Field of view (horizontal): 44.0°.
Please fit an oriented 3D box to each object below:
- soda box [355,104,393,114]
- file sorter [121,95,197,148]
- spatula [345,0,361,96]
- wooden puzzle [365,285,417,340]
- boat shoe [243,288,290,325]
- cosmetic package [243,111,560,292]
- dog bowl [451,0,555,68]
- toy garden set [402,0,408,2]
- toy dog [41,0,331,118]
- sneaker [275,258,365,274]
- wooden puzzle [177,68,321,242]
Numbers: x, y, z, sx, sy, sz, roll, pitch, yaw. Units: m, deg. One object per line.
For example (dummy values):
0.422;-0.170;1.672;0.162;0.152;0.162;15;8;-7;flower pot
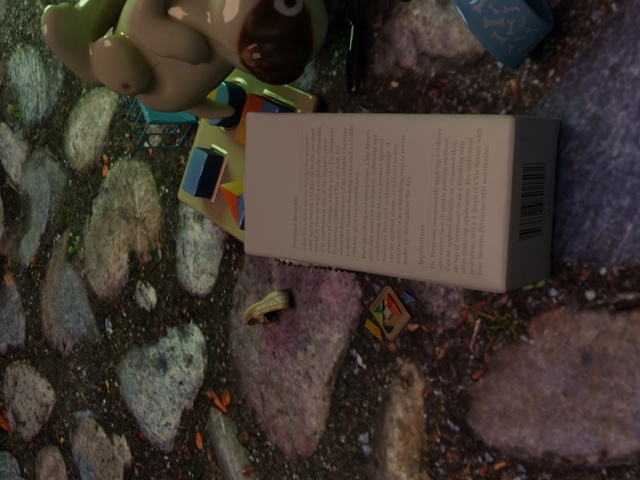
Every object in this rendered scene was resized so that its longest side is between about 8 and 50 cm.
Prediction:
0.073;-0.132;1.335;0.063;0.058;0.183;40;121;38;soda box
-0.375;-0.302;1.790;0.104;0.118;0.170;-49;58;44;file sorter
0.052;-0.394;1.355;0.084;0.030;0.296;-3;91;52;spatula
0.116;0.124;1.342;0.078;0.014;0.116;48;127;35;wooden puzzle
-0.107;0.143;1.571;0.135;0.050;0.045;-40;58;43;boat shoe
0.103;-0.072;1.170;0.453;0.161;0.230;8;100;37;cosmetic package
0.220;-0.377;1.075;0.074;0.166;0.297;-35;67;33;dog bowl
0.122;-0.480;1.174;0.049;0.204;0.244;-10;93;17;toy garden set
-0.186;-0.348;1.316;0.408;0.284;0.395;-3;131;32;toy dog
0.000;0.000;1.422;0.234;0.078;0.106;5;88;50;sneaker
-0.169;-0.177;1.561;0.348;0.080;0.322;33;110;43;wooden puzzle
